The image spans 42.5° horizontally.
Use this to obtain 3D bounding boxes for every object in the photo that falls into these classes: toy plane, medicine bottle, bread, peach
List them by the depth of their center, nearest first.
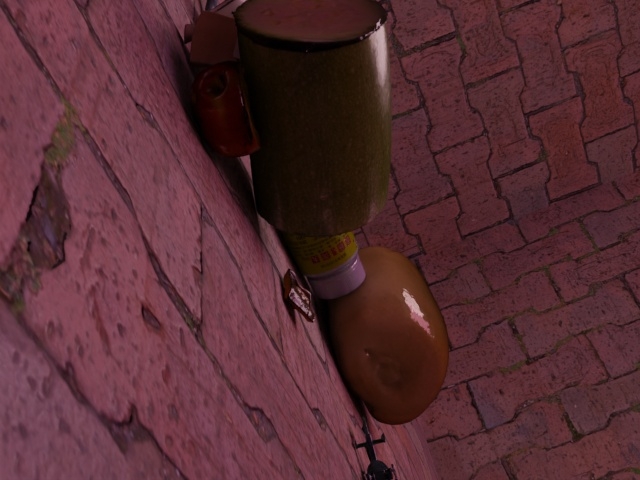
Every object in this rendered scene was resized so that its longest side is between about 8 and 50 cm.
[{"bbox_3d":[-0.152,-0.199,1.304,0.172,0.093,0.127,80,-2,-54],"label":"peach"},{"bbox_3d":[0.109,0.433,1.512,0.096,0.060,0.235,74,0,-60],"label":"toy plane"},{"bbox_3d":[0.000,0.000,1.740,0.139,0.139,0.225,-101,168,-64],"label":"medicine bottle"},{"bbox_3d":[0.153,0.193,1.906,0.348,0.253,0.376,62,5,-22],"label":"bread"}]

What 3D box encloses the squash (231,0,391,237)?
[{"bbox_3d":[-0.005,-0.226,1.429,0.263,0.263,0.384,-106,-171,-49],"label":"squash"}]

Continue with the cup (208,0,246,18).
[{"bbox_3d":[-0.140,-0.398,1.809,0.279,0.196,0.196,57,9,-21],"label":"cup"}]

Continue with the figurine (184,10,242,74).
[{"bbox_3d":[-0.170,-0.330,1.554,0.237,0.141,0.162,54,43,-79],"label":"figurine"}]

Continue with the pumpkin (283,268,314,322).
[{"bbox_3d":[-0.044,0.103,1.473,0.073,0.035,0.101,53,14,-22],"label":"pumpkin"}]

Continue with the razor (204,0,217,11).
[{"bbox_3d":[-0.257,-0.586,1.971,0.232,0.106,0.068,-89,158,-48],"label":"razor"}]
